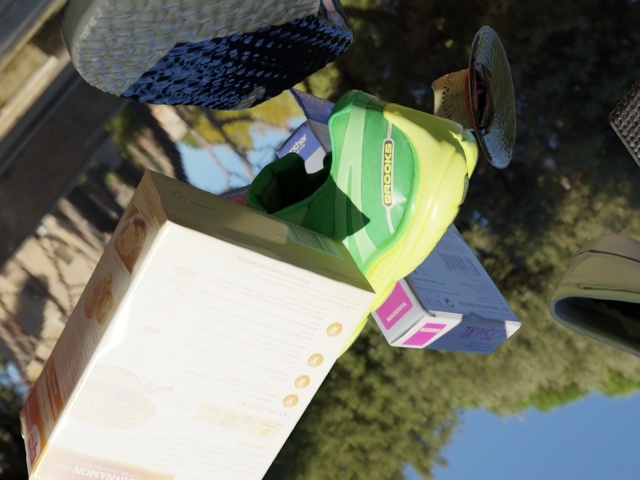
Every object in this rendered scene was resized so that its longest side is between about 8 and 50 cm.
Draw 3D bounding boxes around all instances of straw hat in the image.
[{"bbox_3d":[0.136,-0.132,1.056,0.061,0.144,0.144,-5,-143,26],"label":"straw hat"}]

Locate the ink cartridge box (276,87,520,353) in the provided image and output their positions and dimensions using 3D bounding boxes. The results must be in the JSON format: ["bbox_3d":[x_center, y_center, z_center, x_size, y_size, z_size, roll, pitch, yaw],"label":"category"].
[{"bbox_3d":[0.071,-0.021,1.184,0.065,0.185,0.311,-43,-122,26],"label":"ink cartridge box"}]

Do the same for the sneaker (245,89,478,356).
[{"bbox_3d":[0.000,0.000,0.784,0.295,0.123,0.109,-55,-178,44],"label":"sneaker"}]

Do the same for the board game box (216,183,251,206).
[{"bbox_3d":[-0.010,-0.024,1.539,0.233,0.078,0.347,14,-157,36],"label":"board game box"}]

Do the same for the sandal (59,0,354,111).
[{"bbox_3d":[-0.078,-0.171,0.764,0.167,0.107,0.446,-30,178,5],"label":"sandal"}]

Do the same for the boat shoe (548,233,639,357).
[{"bbox_3d":[0.296,0.077,0.832,0.258,0.095,0.084,18,-134,34],"label":"boat shoe"}]

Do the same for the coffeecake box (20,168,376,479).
[{"bbox_3d":[-0.078,0.070,0.677,0.185,0.142,0.068,-59,-149,18],"label":"coffeecake box"}]

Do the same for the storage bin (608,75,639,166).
[{"bbox_3d":[0.388,-0.091,1.110,0.084,0.122,0.180,-56,-139,37],"label":"storage bin"}]
